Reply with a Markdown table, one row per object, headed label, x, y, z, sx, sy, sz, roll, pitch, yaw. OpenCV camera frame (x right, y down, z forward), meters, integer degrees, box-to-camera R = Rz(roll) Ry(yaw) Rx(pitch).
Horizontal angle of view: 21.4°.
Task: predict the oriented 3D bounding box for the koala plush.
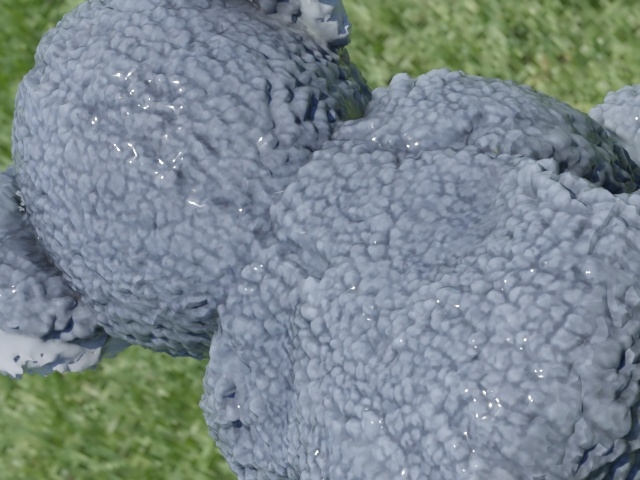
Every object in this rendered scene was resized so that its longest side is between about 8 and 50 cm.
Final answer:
| label | x | y | z | sx | sy | sz | roll | pitch | yaw |
| --- | --- | --- | --- | --- | --- | --- | --- | --- | --- |
| koala plush | 0.000 | 0.000 | 0.482 | 0.221 | 0.203 | 0.196 | 37 | 99 | 11 |
